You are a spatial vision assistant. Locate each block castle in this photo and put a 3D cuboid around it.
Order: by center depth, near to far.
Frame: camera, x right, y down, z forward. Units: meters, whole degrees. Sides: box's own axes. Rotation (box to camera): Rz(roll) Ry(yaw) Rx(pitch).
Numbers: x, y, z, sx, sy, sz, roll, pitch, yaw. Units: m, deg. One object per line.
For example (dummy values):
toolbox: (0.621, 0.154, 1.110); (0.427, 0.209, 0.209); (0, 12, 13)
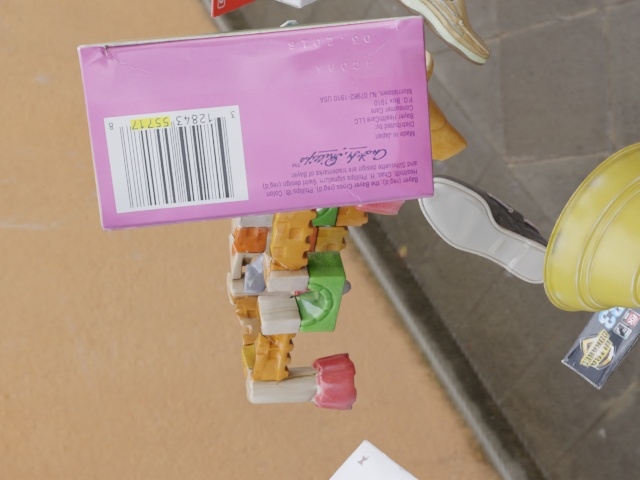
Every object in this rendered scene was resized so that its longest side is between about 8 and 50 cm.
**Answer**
block castle: (0.000, 0.000, 1.427); (0.303, 0.212, 0.453); (-108, 22, -48)

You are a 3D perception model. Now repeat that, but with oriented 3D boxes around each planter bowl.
planter bowl: (0.357, 0.007, 1.096); (0.090, 0.217, 0.217); (39, 123, 43)

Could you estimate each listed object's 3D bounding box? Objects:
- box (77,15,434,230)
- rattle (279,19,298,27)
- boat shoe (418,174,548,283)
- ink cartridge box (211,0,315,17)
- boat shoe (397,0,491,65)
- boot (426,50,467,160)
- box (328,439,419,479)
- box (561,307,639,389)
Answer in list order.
box: (-0.047, -0.095, 0.720); (0.243, 0.213, 0.117); (-114, 18, -76)
rattle: (-0.121, -0.308, 1.635); (0.142, 0.130, 0.200); (34, 163, 6)
boat shoe: (0.309, -0.030, 1.861); (0.112, 0.335, 0.095); (-49, 23, 22)
ink cartridge box: (-0.031, -0.419, 1.195); (0.060, 0.239, 0.275); (24, 127, 23)
boat shoe: (0.187, -0.335, 1.440); (0.072, 0.190, 0.068); (-48, 19, 18)
boot: (0.200, -0.242, 1.844); (0.104, 0.211, 0.295); (-58, 15, -15)
box: (0.140, 0.442, 1.239); (0.168, 0.345, 0.215); (-47, 41, -11)
box: (0.475, 0.030, 1.355); (0.073, 0.293, 0.296); (35, 121, 19)
